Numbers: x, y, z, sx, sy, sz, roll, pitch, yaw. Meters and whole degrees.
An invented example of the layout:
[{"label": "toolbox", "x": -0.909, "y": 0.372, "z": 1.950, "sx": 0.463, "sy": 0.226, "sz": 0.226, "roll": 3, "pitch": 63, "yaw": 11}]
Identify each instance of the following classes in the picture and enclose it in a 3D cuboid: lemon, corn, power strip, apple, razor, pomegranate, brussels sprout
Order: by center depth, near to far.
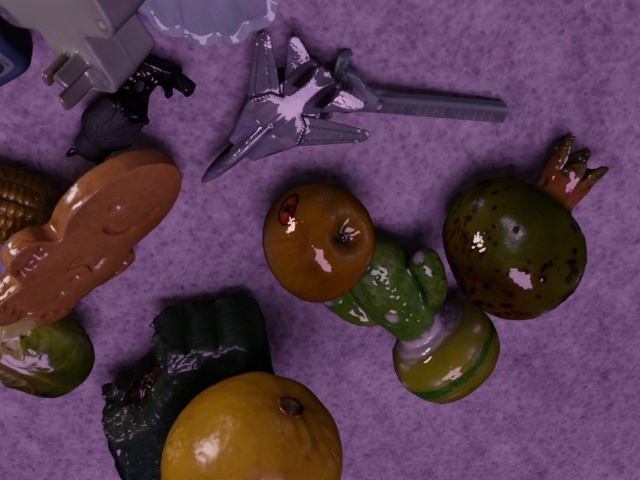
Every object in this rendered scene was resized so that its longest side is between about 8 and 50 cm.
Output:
[{"label": "power strip", "x": -0.321, "y": -0.287, "z": 1.369, "sx": 0.229, "sy": 0.141, "sz": 0.261, "roll": 14, "pitch": 146, "yaw": 37}, {"label": "corn", "x": -0.538, "y": -0.073, "z": 1.605, "sx": 0.363, "sy": 0.120, "sz": 0.120, "roll": 16, "pitch": 127, "yaw": -19}, {"label": "razor", "x": 0.144, "y": -0.200, "z": 1.652, "sx": 0.278, "sy": 0.056, "sz": 0.111, "roll": 7, "pitch": 129, "yaw": -16}, {"label": "apple", "x": 0.000, "y": 0.000, "z": 1.723, "sx": 0.182, "sy": 0.182, "sz": 0.155, "roll": 28, "pitch": 155, "yaw": -30}, {"label": "lemon", "x": -0.105, "y": 0.351, "z": 1.741, "sx": 0.297, "sy": 0.297, "sz": 0.297, "roll": -5, "pitch": 132, "yaw": -6}, {"label": "pomegranate", "x": 0.327, "y": -0.008, "z": 1.742, "sx": 0.286, "sy": 0.231, "sz": 0.231, "roll": -36, "pitch": 128, "yaw": 22}, {"label": "brussels sprout", "x": -0.453, "y": 0.177, "z": 1.829, "sx": 0.161, "sy": 0.144, "sz": 0.180, "roll": 13, "pitch": 170, "yaw": 35}]

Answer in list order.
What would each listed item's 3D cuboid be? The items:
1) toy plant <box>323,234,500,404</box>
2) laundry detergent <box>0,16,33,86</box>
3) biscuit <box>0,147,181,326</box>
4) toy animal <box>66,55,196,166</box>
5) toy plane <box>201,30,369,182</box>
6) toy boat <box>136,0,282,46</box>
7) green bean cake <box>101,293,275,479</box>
[{"label": "toy plant", "x": 0.148, "y": 0.117, "z": 1.873, "sx": 0.224, "sy": 0.184, "sz": 0.316, "roll": -25, "pitch": 123, "yaw": 36}, {"label": "laundry detergent", "x": -0.529, "y": -0.225, "z": 1.491, "sx": 0.290, "sy": 0.094, "sz": 0.143, "roll": -24, "pitch": 137, "yaw": 15}, {"label": "biscuit", "x": -0.341, "y": 0.005, "z": 1.666, "sx": 0.355, "sy": 0.052, "sz": 0.275, "roll": -43, "pitch": 161, "yaw": 13}, {"label": "toy animal", "x": -0.272, "y": -0.161, "z": 1.574, "sx": 0.121, "sy": 0.117, "sz": 0.210, "roll": 16, "pitch": 125, "yaw": -31}, {"label": "toy plane", "x": -0.078, "y": -0.165, "z": 1.625, "sx": 0.212, "sy": 0.088, "sz": 0.267, "roll": 42, "pitch": 128, "yaw": -18}, {"label": "toy boat", "x": -0.175, "y": -0.367, "z": 1.415, "sx": 0.290, "sy": 0.100, "sz": 0.199, "roll": 30, "pitch": 120, "yaw": -32}, {"label": "green bean cake", "x": -0.224, "y": 0.248, "z": 1.917, "sx": 0.300, "sy": 0.169, "sz": 0.308, "roll": -11, "pitch": 132, "yaw": -2}]
